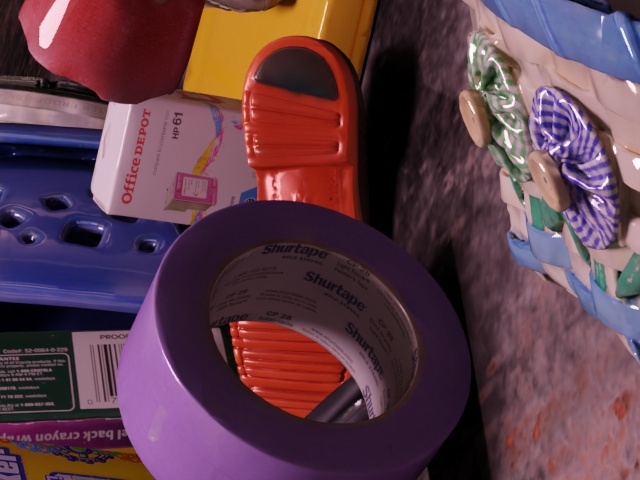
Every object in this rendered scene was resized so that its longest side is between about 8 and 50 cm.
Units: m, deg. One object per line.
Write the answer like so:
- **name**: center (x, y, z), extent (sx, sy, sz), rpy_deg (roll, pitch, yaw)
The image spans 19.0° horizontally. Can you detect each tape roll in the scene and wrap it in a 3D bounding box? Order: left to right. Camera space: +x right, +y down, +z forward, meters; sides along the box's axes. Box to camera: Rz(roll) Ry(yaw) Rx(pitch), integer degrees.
- **tape roll**: center (-0.016, 0.073, 1.089), extent (0.080, 0.189, 0.189), rpy_deg (118, 154, -46)

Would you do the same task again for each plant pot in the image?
- **plant pot**: center (-0.184, 0.043, 1.492), extent (0.236, 0.236, 0.212), rpy_deg (95, 178, -46)

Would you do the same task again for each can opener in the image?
- **can opener**: center (-0.009, 0.144, 1.242), extent (0.186, 0.073, 0.059), rpy_deg (-55, 28, 33)

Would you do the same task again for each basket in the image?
- **basket**: center (0.155, -0.098, 0.646), extent (0.255, 0.201, 0.289), rpy_deg (-131, 43, -68)

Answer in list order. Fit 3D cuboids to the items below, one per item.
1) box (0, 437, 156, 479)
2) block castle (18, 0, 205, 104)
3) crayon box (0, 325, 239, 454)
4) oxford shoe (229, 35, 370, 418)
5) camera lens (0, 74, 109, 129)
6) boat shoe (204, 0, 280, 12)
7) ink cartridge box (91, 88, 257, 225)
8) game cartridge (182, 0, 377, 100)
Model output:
- **box**: center (-0.107, 0.291, 1.117), extent (0.177, 0.279, 0.290), rpy_deg (-127, 49, -65)
- **block castle**: center (-0.103, -0.262, 1.071), extent (0.213, 0.303, 0.453), rpy_deg (-59, -8, 33)
- **crayon box**: center (-0.248, 0.216, 1.351), extent (0.106, 0.363, 0.313), rpy_deg (-106, 20, -52)
- **oxford shoe**: center (0.000, 0.000, 1.282), extent (0.098, 0.097, 0.271), rpy_deg (-17, -68, -73)
- **camera lens**: center (-0.263, -0.010, 1.810), extent (0.219, 0.219, 0.274), rpy_deg (180, 99, -71)
- **boat shoe**: center (-0.079, -0.310, 1.355), extent (0.091, 0.109, 0.305), rpy_deg (21, 127, 54)
- **ink cartridge box**: center (-0.091, -0.057, 1.346), extent (0.052, 0.122, 0.088), rpy_deg (-137, 57, -65)
- **game cartridge**: center (-0.027, -0.186, 1.476), extent (0.323, 0.052, 0.285), rpy_deg (-140, 61, -66)
